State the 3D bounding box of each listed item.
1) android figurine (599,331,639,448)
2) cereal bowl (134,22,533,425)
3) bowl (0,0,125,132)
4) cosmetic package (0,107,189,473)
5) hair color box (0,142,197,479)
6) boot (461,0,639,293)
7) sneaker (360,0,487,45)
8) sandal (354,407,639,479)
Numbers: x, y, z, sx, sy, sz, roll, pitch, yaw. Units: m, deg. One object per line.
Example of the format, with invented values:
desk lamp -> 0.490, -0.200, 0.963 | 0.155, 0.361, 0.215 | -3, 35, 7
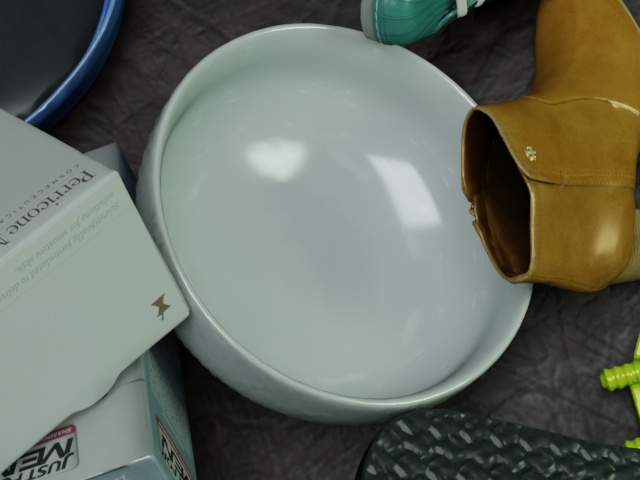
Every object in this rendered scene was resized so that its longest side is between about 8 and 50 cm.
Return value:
android figurine -> 0.369, 0.111, 1.379 | 0.273, 0.056, 0.248 | -13, 75, 4
cereal bowl -> 0.000, 0.000, 1.387 | 0.339, 0.141, 0.339 | 11, 60, -20
bowl -> -0.364, -0.242, 1.574 | 0.391, 0.077, 0.391 | -2, 76, 9
cosmetic package -> -0.296, 0.001, 1.290 | 0.197, 0.155, 0.365 | -42, 42, -23
hair color box -> -0.215, 0.098, 1.353 | 0.185, 0.113, 0.374 | -19, 40, 5
boot -> 0.187, -0.102, 1.372 | 0.104, 0.211, 0.295 | -23, 70, 38
sneaker -> 0.156, -0.257, 1.423 | 0.121, 0.108, 0.302 | 26, 55, 30
sandal -> 0.241, 0.239, 1.301 | 0.445, 0.107, 0.167 | 19, 66, 0
